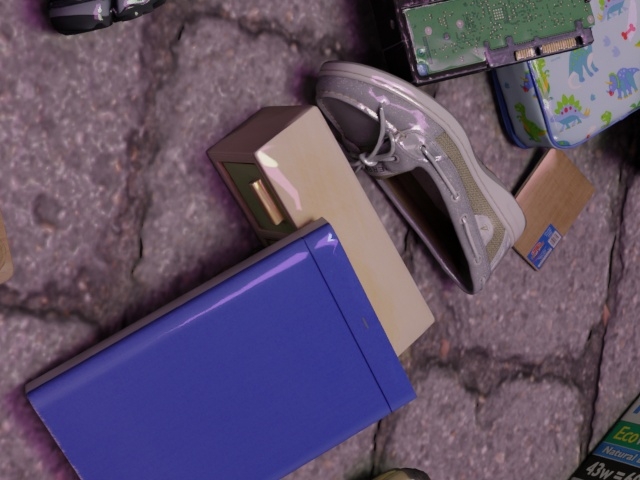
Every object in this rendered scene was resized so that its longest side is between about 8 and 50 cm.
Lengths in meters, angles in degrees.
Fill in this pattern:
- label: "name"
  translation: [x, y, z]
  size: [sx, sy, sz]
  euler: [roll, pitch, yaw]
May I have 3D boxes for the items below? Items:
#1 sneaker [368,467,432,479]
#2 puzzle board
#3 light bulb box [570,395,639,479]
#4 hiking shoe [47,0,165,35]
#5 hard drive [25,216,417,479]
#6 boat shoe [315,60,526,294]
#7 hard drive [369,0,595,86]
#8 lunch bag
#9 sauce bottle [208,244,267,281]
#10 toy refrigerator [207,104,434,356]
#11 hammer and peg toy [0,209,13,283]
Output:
- label: "sneaker"
  translation: [0.080, 0.451, 1.255]
  size: [0.158, 0.182, 0.410]
  euler: [14, 86, -33]
- label: "puzzle board"
  translation: [0.269, -0.040, 1.428]
  size: [0.096, 0.011, 0.128]
  euler: [42, 80, -33]
- label: "light bulb box"
  translation: [0.450, 0.448, 1.471]
  size: [0.361, 0.225, 0.358]
  euler: [-44, 116, -21]
- label: "hiking shoe"
  translation: [-0.127, -0.298, 1.093]
  size: [0.304, 0.113, 0.132]
  euler: [-30, 111, -27]
- label: "hard drive"
  translation: [-0.088, 0.145, 1.138]
  size: [0.318, 0.040, 0.210]
  euler: [-30, 112, -7]
- label: "boat shoe"
  translation: [0.102, -0.068, 1.265]
  size: [0.320, 0.118, 0.103]
  euler: [45, 67, -35]
- label: "hard drive"
  translation: [0.146, -0.345, 1.247]
  size: [0.236, 0.064, 0.339]
  euler: [-16, 92, -21]
- label: "lunch bag"
  translation: [0.302, -0.217, 1.393]
  size: [0.219, 0.090, 0.176]
  euler: [-30, 110, -26]
- label: "sauce bottle"
  translation: [-0.096, 0.054, 1.187]
  size: [0.128, 0.042, 0.042]
  euler: [-41, 115, -21]
- label: "toy refrigerator"
  translation: [0.000, 0.000, 1.210]
  size: [0.094, 0.102, 0.269]
  euler: [-40, 115, -24]
- label: "hammer and peg toy"
  translation: [-0.433, -0.036, 0.911]
  size: [0.361, 0.127, 0.266]
  euler: [-18, 106, -30]
